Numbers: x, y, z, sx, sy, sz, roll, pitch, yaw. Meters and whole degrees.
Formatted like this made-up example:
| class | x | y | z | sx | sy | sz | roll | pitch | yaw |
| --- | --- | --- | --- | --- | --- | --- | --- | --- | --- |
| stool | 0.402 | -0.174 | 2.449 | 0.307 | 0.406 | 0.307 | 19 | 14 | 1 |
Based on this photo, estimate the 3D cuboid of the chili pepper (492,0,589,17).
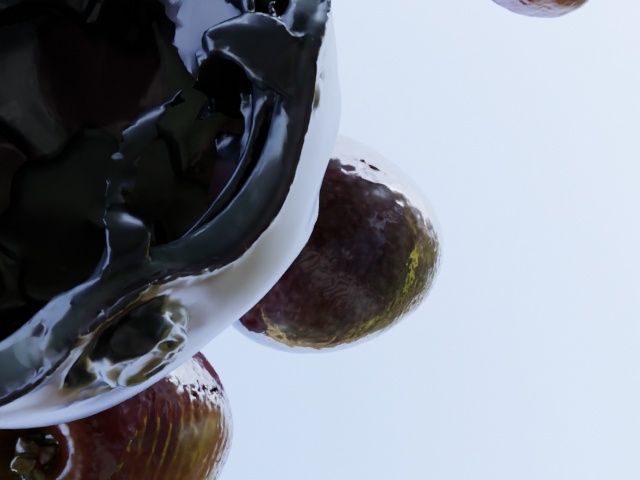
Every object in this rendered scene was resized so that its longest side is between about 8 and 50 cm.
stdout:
| class | x | y | z | sx | sy | sz | roll | pitch | yaw |
| --- | --- | --- | --- | --- | --- | --- | --- | --- | --- |
| chili pepper | 0.169 | -0.214 | 1.059 | 0.123 | 0.073 | 0.070 | 3 | -65 | -51 |

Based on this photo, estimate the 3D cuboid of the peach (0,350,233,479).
| class | x | y | z | sx | sy | sz | roll | pitch | yaw |
| --- | --- | --- | --- | --- | --- | --- | --- | --- | --- |
| peach | -0.140 | 0.140 | 0.965 | 0.158 | 0.154 | 0.267 | -55 | -20 | -6 |

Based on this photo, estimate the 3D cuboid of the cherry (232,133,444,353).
| class | x | y | z | sx | sy | sz | roll | pitch | yaw |
| --- | --- | --- | --- | --- | --- | --- | --- | --- | --- |
| cherry | 0.000 | 0.000 | 1.296 | 0.300 | 0.230 | 0.203 | 6 | -65 | -34 |

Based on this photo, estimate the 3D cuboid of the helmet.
| class | x | y | z | sx | sy | sz | roll | pitch | yaw |
| --- | --- | --- | --- | --- | --- | --- | --- | --- | --- |
| helmet | -0.135 | -0.032 | 0.653 | 0.338 | 0.271 | 0.197 | -48 | -22 | -14 |
